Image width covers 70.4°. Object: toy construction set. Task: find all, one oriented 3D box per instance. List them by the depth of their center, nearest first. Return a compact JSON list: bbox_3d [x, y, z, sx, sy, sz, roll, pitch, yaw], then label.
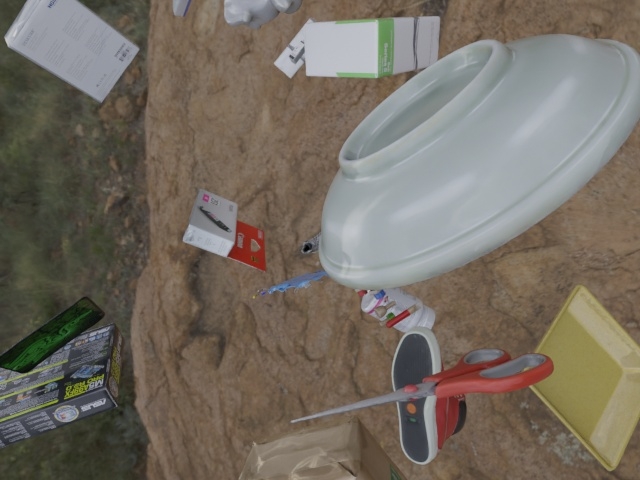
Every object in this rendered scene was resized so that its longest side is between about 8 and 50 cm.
[{"bbox_3d":[0.251,0.133,1.629,0.309,0.237,0.257,56,167,23],"label":"toy construction set"}]

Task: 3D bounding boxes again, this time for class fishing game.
[{"bbox_3d":[-0.050,0.117,1.228,0.263,0.189,0.041,-17,92,-3],"label":"fishing game"}]

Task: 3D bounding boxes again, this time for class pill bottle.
[{"bbox_3d":[0.328,0.287,1.908,0.283,0.160,0.160,29,116,-10],"label":"pill bottle"}]

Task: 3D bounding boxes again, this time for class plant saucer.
[{"bbox_3d":[0.132,-0.122,0.525,0.400,0.401,0.100,-26,115,37],"label":"plant saucer"},{"bbox_3d":[0.679,0.343,1.173,0.333,0.333,0.081,47,156,-2],"label":"plant saucer"}]

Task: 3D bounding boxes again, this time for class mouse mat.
[{"bbox_3d":[-0.523,0.188,0.891,0.007,0.189,0.153,47,158,11],"label":"mouse mat"}]

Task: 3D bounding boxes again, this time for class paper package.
[{"bbox_3d":[0.027,0.592,1.051,0.309,0.168,0.325,-23,116,20],"label":"paper package"}]

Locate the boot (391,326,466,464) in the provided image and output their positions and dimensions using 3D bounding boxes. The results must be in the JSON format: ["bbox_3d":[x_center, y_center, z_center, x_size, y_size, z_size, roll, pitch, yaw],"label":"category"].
[{"bbox_3d":[0.220,0.269,0.864,0.088,0.176,0.245,3,98,43],"label":"boot"}]

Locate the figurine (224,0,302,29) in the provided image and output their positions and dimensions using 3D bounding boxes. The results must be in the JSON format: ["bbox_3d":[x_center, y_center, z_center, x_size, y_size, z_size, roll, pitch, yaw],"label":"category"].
[{"bbox_3d":[-0.070,-0.482,0.799,0.209,0.092,0.215,22,91,51],"label":"figurine"}]

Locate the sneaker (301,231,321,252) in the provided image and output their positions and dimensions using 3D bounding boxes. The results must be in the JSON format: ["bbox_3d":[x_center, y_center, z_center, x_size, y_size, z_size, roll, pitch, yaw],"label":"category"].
[{"bbox_3d":[0.000,0.000,2.082,0.228,0.132,0.086,-40,81,31],"label":"sneaker"}]

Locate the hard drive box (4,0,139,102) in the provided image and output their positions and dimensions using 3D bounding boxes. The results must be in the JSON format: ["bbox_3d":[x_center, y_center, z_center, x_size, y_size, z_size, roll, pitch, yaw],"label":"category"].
[{"bbox_3d":[-0.607,-0.489,1.123,0.181,0.232,0.089,-50,51,7],"label":"hard drive box"}]

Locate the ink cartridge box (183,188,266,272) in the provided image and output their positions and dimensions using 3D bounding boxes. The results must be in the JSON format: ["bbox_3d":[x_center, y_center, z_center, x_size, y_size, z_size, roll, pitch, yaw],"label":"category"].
[{"bbox_3d":[-0.258,-0.035,1.314,0.060,0.238,0.275,-61,19,20],"label":"ink cartridge box"}]

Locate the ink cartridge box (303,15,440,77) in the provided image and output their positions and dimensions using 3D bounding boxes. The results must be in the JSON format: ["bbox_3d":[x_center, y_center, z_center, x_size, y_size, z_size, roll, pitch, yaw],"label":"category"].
[{"bbox_3d":[0.124,-0.448,1.046,0.198,0.272,0.115,17,122,37],"label":"ink cartridge box"}]

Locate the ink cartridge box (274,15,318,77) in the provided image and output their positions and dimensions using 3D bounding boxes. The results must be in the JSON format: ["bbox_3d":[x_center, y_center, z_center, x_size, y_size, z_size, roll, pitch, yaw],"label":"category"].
[{"bbox_3d":[-0.047,-0.479,1.125,0.056,0.099,0.135,39,115,-18],"label":"ink cartridge box"}]

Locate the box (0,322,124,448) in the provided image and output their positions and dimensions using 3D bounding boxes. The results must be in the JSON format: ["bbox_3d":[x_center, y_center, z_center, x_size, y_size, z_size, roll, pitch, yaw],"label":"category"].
[{"bbox_3d":[-0.566,0.302,0.960,0.216,0.269,0.060,-124,19,-57],"label":"box"}]

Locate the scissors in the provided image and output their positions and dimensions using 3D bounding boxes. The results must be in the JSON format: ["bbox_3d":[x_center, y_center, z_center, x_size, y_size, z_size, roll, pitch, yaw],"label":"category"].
[{"bbox_3d":[0.120,0.163,0.495,0.109,0.296,0.021,180,82,-66],"label":"scissors"}]

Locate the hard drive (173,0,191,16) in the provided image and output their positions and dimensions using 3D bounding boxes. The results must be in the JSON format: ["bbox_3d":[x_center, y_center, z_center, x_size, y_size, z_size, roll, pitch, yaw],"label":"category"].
[{"bbox_3d":[-0.338,-0.712,1.134,0.318,0.040,0.211,-150,61,-65],"label":"hard drive"}]
